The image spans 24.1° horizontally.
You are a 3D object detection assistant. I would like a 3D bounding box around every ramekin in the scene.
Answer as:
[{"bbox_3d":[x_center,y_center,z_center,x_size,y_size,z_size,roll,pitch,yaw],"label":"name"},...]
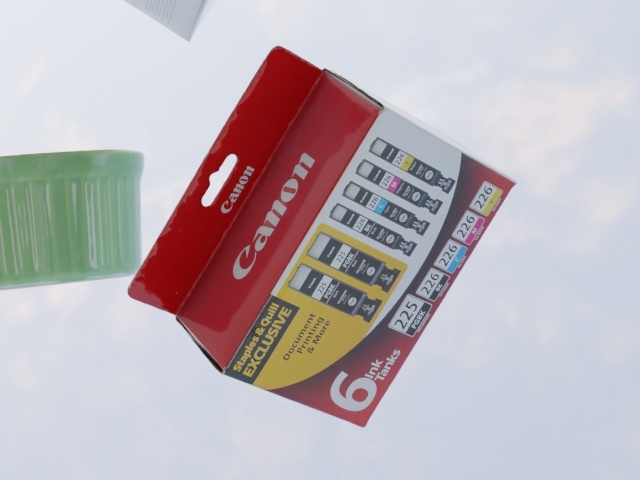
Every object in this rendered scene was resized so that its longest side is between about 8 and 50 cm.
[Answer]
[{"bbox_3d":[-0.354,-0.018,1.784,0.303,0.303,0.148,-6,-90,19],"label":"ramekin"}]

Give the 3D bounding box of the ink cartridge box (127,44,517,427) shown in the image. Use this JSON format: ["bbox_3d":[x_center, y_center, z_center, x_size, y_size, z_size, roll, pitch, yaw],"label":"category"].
[{"bbox_3d":[0.000,0.000,1.522,0.309,0.272,0.130,-59,-143,8],"label":"ink cartridge box"}]

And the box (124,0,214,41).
[{"bbox_3d":[-0.169,-0.396,2.034,0.119,0.182,0.181,33,-108,-4],"label":"box"}]
